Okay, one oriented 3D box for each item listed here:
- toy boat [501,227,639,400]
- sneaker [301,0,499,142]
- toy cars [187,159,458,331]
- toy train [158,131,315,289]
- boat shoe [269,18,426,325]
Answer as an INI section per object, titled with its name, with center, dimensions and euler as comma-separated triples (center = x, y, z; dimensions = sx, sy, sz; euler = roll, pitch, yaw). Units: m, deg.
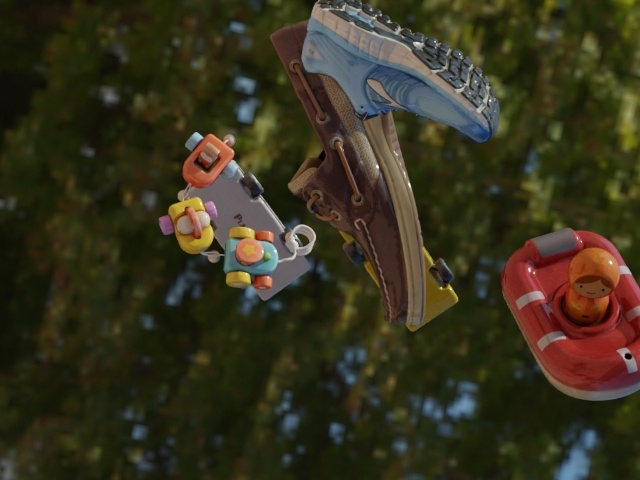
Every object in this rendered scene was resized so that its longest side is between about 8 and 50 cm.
[toy boat]
center = 0.311, 0.067, 2.186
dimensions = 0.151, 0.151, 0.231
euler = 91, -22, -54
[sneaker]
center = 0.058, -0.116, 1.398
dimensions = 0.073, 0.162, 0.063
euler = -62, 175, 29
[toy cars]
center = 0.000, 0.000, 2.519
dimensions = 0.087, 0.394, 0.176
euler = -114, -142, -71
[toy train]
center = -0.087, -0.030, 1.874
dimensions = 0.125, 0.166, 0.046
euler = -46, 176, -18
[boat shoe]
center = 0.026, -0.068, 1.979
dimensions = 0.123, 0.123, 0.342
euler = -104, 180, -81
